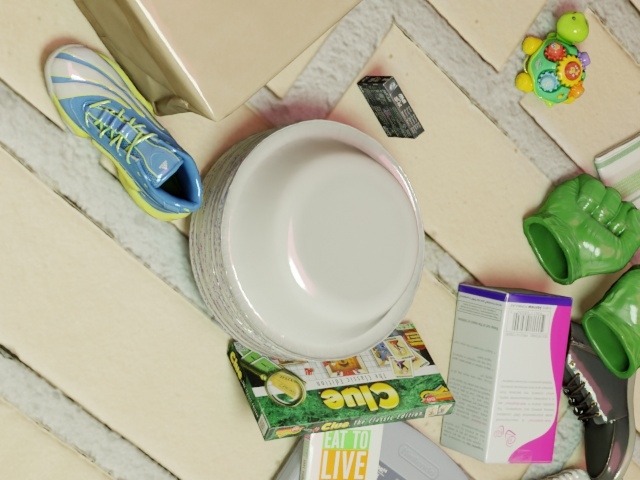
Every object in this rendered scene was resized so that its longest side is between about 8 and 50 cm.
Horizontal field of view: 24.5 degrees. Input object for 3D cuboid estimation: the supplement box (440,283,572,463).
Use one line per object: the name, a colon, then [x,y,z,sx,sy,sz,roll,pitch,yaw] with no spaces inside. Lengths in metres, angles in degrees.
supplement box: [0.242,0.173,1.922,0.111,0.114,0.220,6,92,-30]

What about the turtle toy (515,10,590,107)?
turtle toy: [0.317,-0.238,1.940,0.095,0.066,0.130,11,91,-29]

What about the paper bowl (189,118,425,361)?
paper bowl: [0.000,0.000,1.727,0.284,0.148,0.284,2,86,-31]

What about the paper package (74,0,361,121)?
paper package: [-0.113,-0.342,1.637,0.325,0.168,0.309,-43,113,-19]

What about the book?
book: [0.022,0.277,1.805,0.096,0.035,0.144,4,95,-25]

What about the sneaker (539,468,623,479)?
sneaker: [0.324,0.357,2.015,0.235,0.090,0.094,14,76,-33]

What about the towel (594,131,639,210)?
towel: [0.443,-0.069,2.058,0.113,0.023,0.152,-28,110,-21]

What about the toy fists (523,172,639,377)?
toy fists: [0.399,0.041,1.972,0.142,0.096,0.279,-33,89,-26]

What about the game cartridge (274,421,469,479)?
game cartridge: [0.079,0.332,1.887,0.294,0.060,0.196,40,80,-26]

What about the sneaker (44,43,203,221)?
sneaker: [-0.204,-0.121,1.635,0.091,0.126,0.240,-47,115,-16]

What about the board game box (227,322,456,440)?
board game box: [0.027,0.169,1.800,0.260,0.136,0.030,-5,140,-29]

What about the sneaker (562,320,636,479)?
sneaker: [0.361,0.223,2.007,0.118,0.083,0.222,15,70,-23]

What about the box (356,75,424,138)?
box: [0.086,-0.165,1.822,0.018,0.067,0.083,-40,112,-19]
